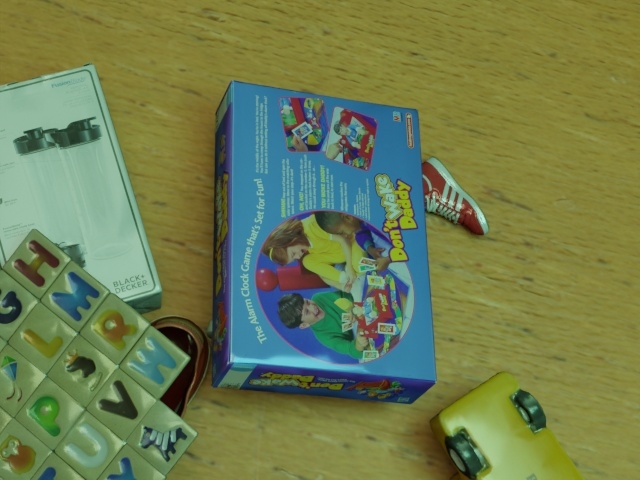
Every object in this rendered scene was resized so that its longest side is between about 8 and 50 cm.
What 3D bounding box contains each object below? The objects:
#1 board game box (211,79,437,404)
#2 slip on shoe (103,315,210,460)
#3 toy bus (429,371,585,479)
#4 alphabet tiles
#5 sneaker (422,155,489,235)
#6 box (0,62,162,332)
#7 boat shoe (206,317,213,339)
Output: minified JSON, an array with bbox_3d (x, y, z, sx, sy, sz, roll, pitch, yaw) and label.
[{"bbox_3d":[0.000,0.000,1.438,0.233,0.078,0.347,7,62,-17],"label":"board game box"},{"bbox_3d":[-0.219,0.227,1.395,0.123,0.101,0.331,27,74,0],"label":"slip on shoe"},{"bbox_3d":[0.248,0.314,1.409,0.108,0.130,0.333,-31,80,-16],"label":"toy bus"},{"bbox_3d":[-0.311,0.167,1.365,0.342,0.011,0.285,38,90,11],"label":"alphabet tiles"},{"bbox_3d":[0.147,-0.040,1.546,0.067,0.042,0.118,-34,73,-19],"label":"sneaker"},{"bbox_3d":[-0.300,-0.043,1.469,0.169,0.087,0.290,-17,77,-11],"label":"box"},{"bbox_3d":[-0.021,0.108,1.469,0.219,0.078,0.070,14,72,-12],"label":"boat shoe"}]
